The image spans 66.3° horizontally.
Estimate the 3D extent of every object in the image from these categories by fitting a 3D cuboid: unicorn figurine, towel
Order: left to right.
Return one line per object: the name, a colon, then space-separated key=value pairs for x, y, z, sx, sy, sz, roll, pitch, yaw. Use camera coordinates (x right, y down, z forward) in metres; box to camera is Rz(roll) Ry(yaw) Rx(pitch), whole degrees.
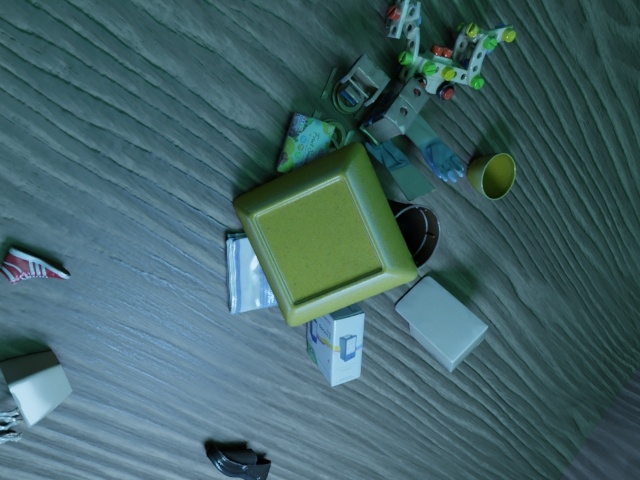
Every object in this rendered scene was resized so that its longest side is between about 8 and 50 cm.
unicorn figurine: x=-0.672 y=0.365 z=0.990 sx=0.111 sy=0.060 sz=0.162 roll=-1 pitch=112 yaw=-20
towel: x=-0.099 y=0.069 z=1.228 sx=0.284 sy=0.034 sz=0.210 roll=-8 pitch=112 yaw=-27

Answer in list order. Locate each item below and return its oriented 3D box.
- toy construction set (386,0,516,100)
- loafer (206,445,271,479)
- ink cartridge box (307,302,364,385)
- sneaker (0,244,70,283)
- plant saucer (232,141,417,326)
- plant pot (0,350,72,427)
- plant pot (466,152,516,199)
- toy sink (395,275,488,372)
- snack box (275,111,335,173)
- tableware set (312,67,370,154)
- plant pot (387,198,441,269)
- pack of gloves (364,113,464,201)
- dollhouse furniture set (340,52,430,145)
toy construction set: x=0.296 y=-0.465 z=1.193 sx=0.327 sy=0.151 sz=0.215 roll=9 pitch=127 yaw=-24
loafer: x=-0.218 y=0.594 z=1.329 sx=0.220 sy=0.080 sz=0.078 roll=43 pitch=74 yaw=-38
ink cartridge box: x=0.035 y=0.242 z=1.279 sx=0.093 sy=0.154 sz=0.213 roll=-11 pitch=120 yaw=-25
sneaker: x=-0.560 y=0.064 z=0.959 sx=0.118 sy=0.042 sz=0.067 roll=32 pitch=86 yaw=-26
plant saucer: x=0.000 y=0.000 z=1.073 sx=0.332 sy=0.081 sz=0.333 roll=-24 pitch=94 yaw=13
plant pot: x=-0.575 y=0.290 z=0.999 sx=0.096 sy=0.109 sz=0.109 roll=-25 pitch=118 yaw=-34
plant pot: x=0.484 y=-0.194 z=1.428 sx=0.134 sy=0.095 sz=0.135 roll=-10 pitch=111 yaw=-27
toy sink: x=0.358 y=0.251 z=1.478 sx=0.152 sy=0.234 sz=0.131 roll=-42 pitch=152 yaw=-12
snack box: x=-0.036 y=-0.216 z=1.144 sx=0.100 sy=0.037 sz=0.141 roll=16 pitch=101 yaw=-16
tableware set: x=0.051 y=-0.298 z=1.179 sx=0.128 sy=0.039 sz=0.194 roll=20 pitch=96 yaw=-33
plant pot: x=0.177 y=-0.026 z=1.196 sx=0.166 sy=0.165 sz=0.167 roll=-10 pitch=112 yaw=-25
pack of gloves: x=0.233 y=-0.204 z=1.236 sx=0.194 sy=0.232 sz=0.046 roll=-24 pitch=152 yaw=-18
dollhouse furniture set: x=0.133 y=-0.344 z=1.151 sx=0.183 sy=0.129 sz=0.129 roll=41 pitch=72 yaw=-17
